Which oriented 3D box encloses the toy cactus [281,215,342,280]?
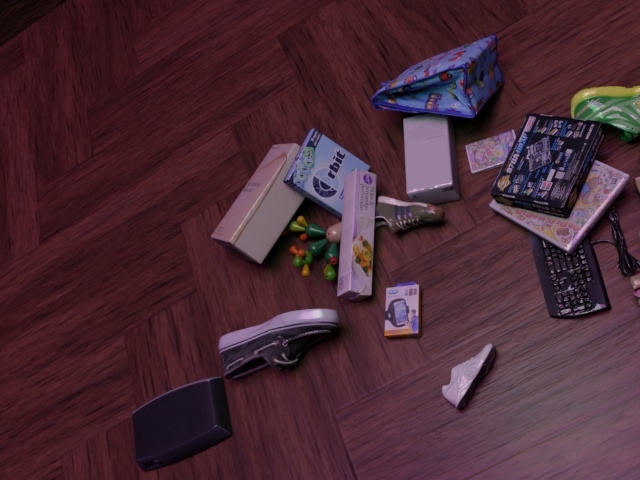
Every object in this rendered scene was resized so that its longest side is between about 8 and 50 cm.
[{"bbox_3d":[0.000,0.000,1.734,0.181,0.112,0.219,-34,42,-6],"label":"toy cactus"}]

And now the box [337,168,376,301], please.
[{"bbox_3d":[0.090,-0.015,1.676,0.067,0.063,0.323,-34,46,55],"label":"box"}]

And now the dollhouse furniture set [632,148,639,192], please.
[{"bbox_3d":[0.736,-0.136,1.453,0.144,0.123,0.151,-21,90,17],"label":"dollhouse furniture set"}]

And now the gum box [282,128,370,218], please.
[{"bbox_3d":[0.018,-0.170,1.765,0.041,0.184,0.156,-11,50,64],"label":"gum box"}]

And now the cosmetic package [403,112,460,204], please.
[{"bbox_3d":[0.273,-0.203,1.706,0.117,0.085,0.231,-10,60,22],"label":"cosmetic package"}]

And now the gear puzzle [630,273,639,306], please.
[{"bbox_3d":[0.713,0.197,1.269,0.176,0.044,0.338,-18,59,16],"label":"gear puzzle"}]

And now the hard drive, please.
[{"bbox_3d":[-0.347,0.442,1.683,0.255,0.054,0.172,-25,54,13],"label":"hard drive"}]

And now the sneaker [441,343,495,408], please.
[{"bbox_3d":[0.307,0.272,1.432,0.061,0.053,0.152,32,81,40],"label":"sneaker"}]

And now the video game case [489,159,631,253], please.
[{"bbox_3d":[0.519,-0.104,1.516,0.206,0.026,0.227,-51,48,0],"label":"video game case"}]

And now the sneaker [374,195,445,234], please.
[{"bbox_3d":[0.204,-0.049,1.668,0.192,0.064,0.086,15,72,39],"label":"sneaker"}]

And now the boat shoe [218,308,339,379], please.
[{"bbox_3d":[-0.095,0.252,1.634,0.335,0.121,0.119,-23,62,29],"label":"boat shoe"}]

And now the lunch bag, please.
[{"bbox_3d":[0.280,-0.403,1.741,0.293,0.138,0.221,3,33,35],"label":"lunch bag"}]

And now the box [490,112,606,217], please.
[{"bbox_3d":[0.499,-0.170,1.517,0.175,0.051,0.220,17,75,41],"label":"box"}]

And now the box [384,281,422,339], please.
[{"bbox_3d":[0.190,0.156,1.578,0.081,0.028,0.136,-9,61,24],"label":"box"}]

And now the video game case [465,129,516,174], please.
[{"bbox_3d":[0.420,-0.215,1.678,0.122,0.011,0.087,-17,56,19],"label":"video game case"}]

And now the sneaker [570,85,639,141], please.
[{"bbox_3d":[0.708,-0.279,1.520,0.296,0.109,0.123,1,90,24],"label":"sneaker"}]

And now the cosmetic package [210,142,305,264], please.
[{"bbox_3d":[-0.140,-0.099,1.815,0.309,0.113,0.160,-58,25,-12],"label":"cosmetic package"}]

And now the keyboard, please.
[{"bbox_3d":[0.554,0.007,1.467,0.202,0.033,0.317,-16,57,19],"label":"keyboard"}]
